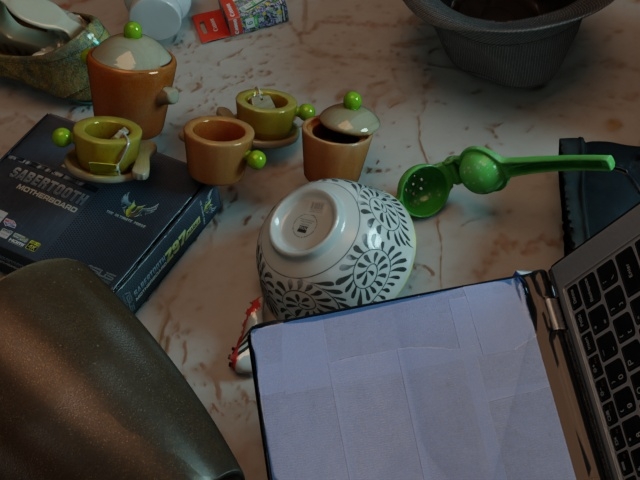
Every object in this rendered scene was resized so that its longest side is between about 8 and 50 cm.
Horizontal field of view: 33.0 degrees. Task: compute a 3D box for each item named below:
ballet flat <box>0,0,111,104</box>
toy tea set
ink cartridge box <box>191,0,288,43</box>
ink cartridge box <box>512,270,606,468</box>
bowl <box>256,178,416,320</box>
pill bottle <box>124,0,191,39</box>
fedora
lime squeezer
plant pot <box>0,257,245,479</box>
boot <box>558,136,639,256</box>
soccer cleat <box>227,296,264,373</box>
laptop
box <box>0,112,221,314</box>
[{"bbox_3d":[-0.399,-0.260,1.325,0.348,0.123,0.123,17,55,21],"label":"ballet flat"},{"bbox_3d":[-0.106,-0.147,1.140,0.336,0.124,0.200,2,30,-10],"label":"toy tea set"},{"bbox_3d":[-0.104,-0.292,1.367,0.115,0.029,0.063,-17,51,-7],"label":"ink cartridge box"},{"bbox_3d":[0.227,0.124,0.933,0.046,0.097,0.207,4,31,-49],"label":"ink cartridge box"},{"bbox_3d":[0.000,0.000,1.044,0.170,0.080,0.170,-12,58,21],"label":"bowl"},{"bbox_3d":[-0.205,-0.328,1.374,0.086,0.086,0.152,-5,50,4],"label":"pill bottle"},{"bbox_3d":[0.213,-0.264,1.241,0.243,0.124,0.275,-21,45,-12],"label":"fedora"},{"bbox_3d":[0.135,-0.054,1.086,0.310,0.059,0.110,-20,13,18],"label":"lime squeezer"},{"bbox_3d":[-0.182,0.165,0.892,0.230,0.215,0.215,34,61,23],"label":"plant pot"},{"bbox_3d":[0.338,-0.018,1.038,0.207,0.094,0.246,-2,44,11],"label":"boot"},{"bbox_3d":[-0.062,0.093,1.045,0.035,0.029,0.083,14,56,7],"label":"soccer cleat"},{"bbox_3d":[0.164,0.155,0.754,0.236,0.408,0.382,6,58,-30],"label":"laptop"},{"bbox_3d":[-0.251,-0.029,1.148,0.232,0.059,0.183,22,54,22],"label":"box"}]
